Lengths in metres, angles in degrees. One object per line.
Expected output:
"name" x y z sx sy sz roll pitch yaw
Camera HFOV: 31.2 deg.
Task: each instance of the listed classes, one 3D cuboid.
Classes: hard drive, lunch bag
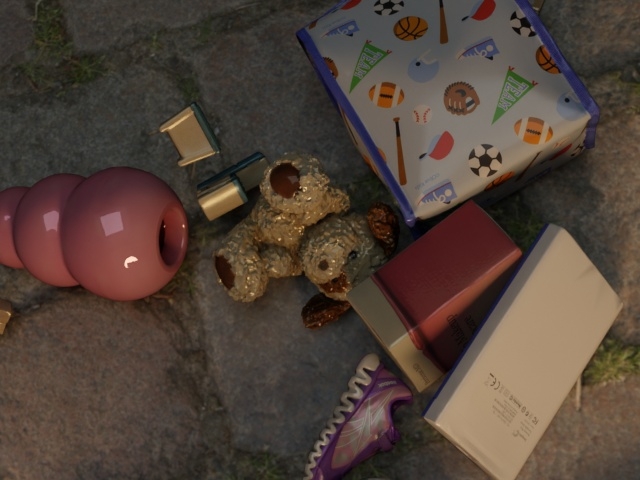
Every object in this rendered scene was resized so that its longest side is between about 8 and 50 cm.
"hard drive" 0.288 0.163 1.595 0.040 0.210 0.318 21 72 49
"lunch bag" 0.185 -0.239 1.737 0.328 0.239 0.385 -31 75 1

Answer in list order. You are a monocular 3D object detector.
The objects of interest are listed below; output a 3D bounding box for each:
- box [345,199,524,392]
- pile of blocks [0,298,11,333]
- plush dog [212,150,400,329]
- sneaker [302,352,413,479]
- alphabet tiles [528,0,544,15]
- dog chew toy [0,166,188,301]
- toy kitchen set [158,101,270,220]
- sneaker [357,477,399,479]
"box" 0.179 0.081 1.645 0.232 0.148 0.127 -38 50 -1
"pile of blocks" -0.658 0.167 1.815 0.362 0.149 0.112 -17 25 -7
"plush dog" 0.000 0.000 1.728 0.225 0.210 0.262 38 117 6
"sneaker" 0.057 0.283 1.649 0.105 0.095 0.236 28 76 10
"alphabet tiles" 0.251 -0.469 1.928 0.285 0.011 0.342 20 75 15
"dog chew toy" -0.377 -0.014 1.776 0.332 0.206 0.206 3 71 19
"toy kitchen set" -0.155 -0.137 1.742 0.122 0.207 0.166 -28 100 -2
"sneaker" 0.113 0.366 1.613 0.161 0.075 0.057 6 72 12
